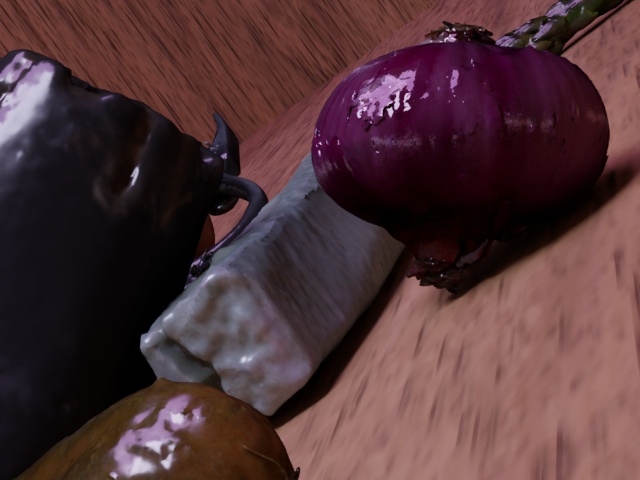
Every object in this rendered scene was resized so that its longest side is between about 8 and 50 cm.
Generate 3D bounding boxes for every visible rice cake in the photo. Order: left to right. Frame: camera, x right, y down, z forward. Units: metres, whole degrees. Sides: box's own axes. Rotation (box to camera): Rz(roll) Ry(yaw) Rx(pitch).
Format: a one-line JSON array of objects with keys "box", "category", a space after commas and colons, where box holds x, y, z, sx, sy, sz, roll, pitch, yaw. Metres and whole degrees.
[{"box": [0.000, 0.000, 0.911, 0.063, 0.066, 0.336, -35, 5, 22], "category": "rice cake"}]

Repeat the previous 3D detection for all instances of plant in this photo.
[{"box": [-0.140, 0.051, 0.827, 0.256, 0.142, 0.164, -59, -6, 3], "category": "plant"}]

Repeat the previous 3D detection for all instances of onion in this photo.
[{"box": [0.054, -0.032, 0.766, 0.115, 0.115, 0.104, 162, 117, -72], "category": "onion"}]

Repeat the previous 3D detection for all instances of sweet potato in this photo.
[{"box": [-0.091, 0.108, 0.641, 0.233, 0.062, 0.081, -36, 7, 33], "category": "sweet potato"}]

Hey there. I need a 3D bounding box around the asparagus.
[{"box": [0.163, -0.145, 1.276, 0.165, 0.030, 0.036, -36, 33, -7], "category": "asparagus"}]

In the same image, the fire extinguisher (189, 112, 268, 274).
[{"box": [-0.173, 0.043, 1.519, 0.376, 0.113, 0.200, -40, 49, -16], "category": "fire extinguisher"}]

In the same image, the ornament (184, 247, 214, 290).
[{"box": [-0.100, 0.045, 1.319, 0.125, 0.028, 0.073, -39, 6, -8], "category": "ornament"}]
